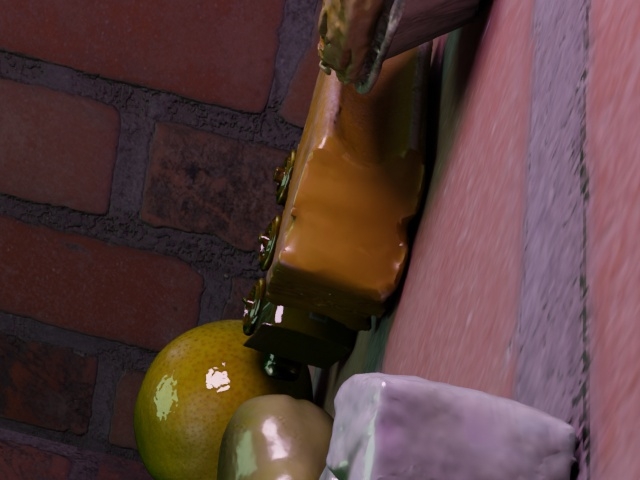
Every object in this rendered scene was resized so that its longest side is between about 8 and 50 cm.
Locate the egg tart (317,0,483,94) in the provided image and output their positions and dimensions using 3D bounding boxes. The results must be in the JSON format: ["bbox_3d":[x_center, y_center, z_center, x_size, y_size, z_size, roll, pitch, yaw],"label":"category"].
[{"bbox_3d":[0.061,-0.194,0.835,0.234,0.094,0.234,-168,90,-88],"label":"egg tart"}]

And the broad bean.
[{"bbox_3d":[-0.036,0.181,0.949,0.124,0.082,0.174,113,173,-59],"label":"broad bean"}]

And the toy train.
[{"bbox_3d":[0.000,0.000,1.186,0.137,0.090,0.225,131,154,-68],"label":"toy train"}]

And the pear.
[{"bbox_3d":[-0.071,0.138,1.314,0.216,0.166,0.180,-54,-18,-17],"label":"pear"}]

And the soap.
[{"bbox_3d":[0.020,-0.039,0.979,0.257,0.080,0.160,-79,4,-57],"label":"soap"}]

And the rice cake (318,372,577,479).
[{"bbox_3d":[-0.003,0.186,0.447,0.063,0.066,0.336,-102,25,-64],"label":"rice cake"}]
